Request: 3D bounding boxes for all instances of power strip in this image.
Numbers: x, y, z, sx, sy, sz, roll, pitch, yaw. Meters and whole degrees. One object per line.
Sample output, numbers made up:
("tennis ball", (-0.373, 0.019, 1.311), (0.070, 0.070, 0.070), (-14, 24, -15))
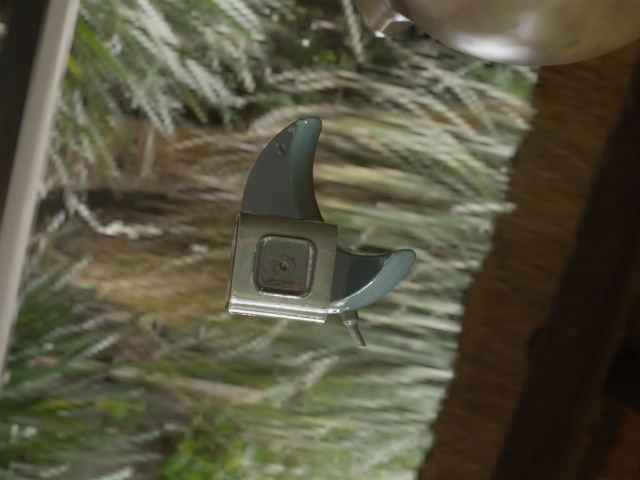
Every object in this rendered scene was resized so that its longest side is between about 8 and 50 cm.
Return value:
("power strip", (0.000, 0.000, 1.305), (0.137, 0.044, 0.216), (-42, -118, 19))

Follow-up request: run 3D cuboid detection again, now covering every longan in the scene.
("longan", (0.103, -0.161, 0.689), (0.204, 0.159, 0.185), (-28, -176, 24))

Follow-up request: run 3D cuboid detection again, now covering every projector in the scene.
("projector", (-0.034, 0.023, 1.176), (0.083, 0.082, 0.083), (154, -57, -83))
